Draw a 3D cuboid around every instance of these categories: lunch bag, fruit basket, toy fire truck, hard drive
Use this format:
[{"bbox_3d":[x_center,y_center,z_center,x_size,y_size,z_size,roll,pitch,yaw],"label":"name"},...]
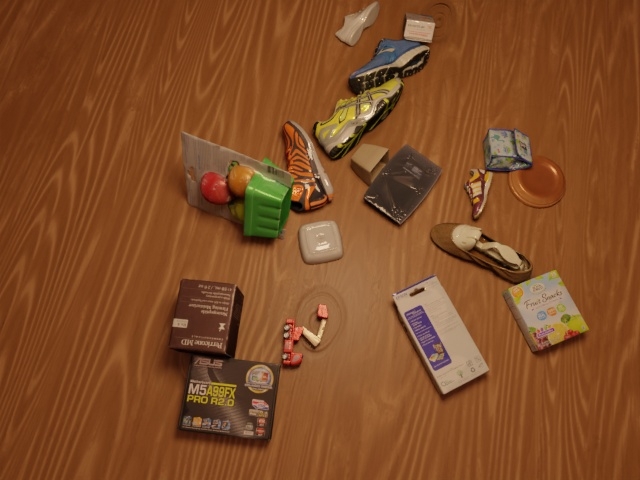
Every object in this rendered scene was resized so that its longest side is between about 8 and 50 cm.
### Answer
[{"bbox_3d":[0.647,-0.311,1.716,0.151,0.096,0.128,5,62,0],"label":"lunch bag"},{"bbox_3d":[-0.258,-0.165,1.551,0.353,0.327,0.165,25,53,10],"label":"fruit basket"},{"bbox_3d":[-0.047,0.291,1.538,0.135,0.047,0.192,3,73,-1],"label":"toy fire truck"},{"bbox_3d":[0.277,-0.187,1.694,0.172,0.054,0.254,37,75,8],"label":"hard drive"}]

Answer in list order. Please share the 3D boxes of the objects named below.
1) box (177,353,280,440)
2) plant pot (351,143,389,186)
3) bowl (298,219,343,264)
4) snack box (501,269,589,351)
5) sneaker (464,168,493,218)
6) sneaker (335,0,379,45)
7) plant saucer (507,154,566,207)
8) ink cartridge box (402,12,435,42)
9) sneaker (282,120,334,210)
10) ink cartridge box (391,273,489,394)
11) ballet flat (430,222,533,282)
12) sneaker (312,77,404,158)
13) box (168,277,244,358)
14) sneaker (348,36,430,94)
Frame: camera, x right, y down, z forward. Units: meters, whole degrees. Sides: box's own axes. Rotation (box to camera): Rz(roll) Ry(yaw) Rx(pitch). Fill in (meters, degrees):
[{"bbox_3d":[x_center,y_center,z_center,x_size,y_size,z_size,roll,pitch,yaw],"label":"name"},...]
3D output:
[{"bbox_3d":[-0.264,0.459,1.472,0.270,0.060,0.216,7,72,1],"label":"box"},{"bbox_3d":[0.164,-0.265,1.697,0.096,0.109,0.109,33,74,20],"label":"plant pot"},{"bbox_3d":[0.000,0.000,1.631,0.142,0.053,0.142,-10,72,-3],"label":"bowl"},{"bbox_3d":[0.699,0.220,1.565,0.175,0.070,0.207,-21,72,-7],"label":"snack box"},{"bbox_3d":[0.522,-0.158,1.691,0.084,0.069,0.185,16,66,13],"label":"sneaker"},{"bbox_3d":[0.139,-0.840,1.899,0.094,0.080,0.212,33,75,21],"label":"sneaker"},{"bbox_3d":[0.750,-0.209,1.723,0.200,0.037,0.199,0,71,-1],"label":"plant saucer"},{"bbox_3d":[0.362,-0.785,1.839,0.104,0.061,0.181,8,35,1],"label":"ink cartridge box"},{"bbox_3d":[-0.097,-0.244,1.670,0.180,0.124,0.321,-24,74,-10],"label":"sneaker"},{"bbox_3d":[0.360,0.285,1.541,0.165,0.065,0.332,-24,75,-8],"label":"ink cartridge box"},{"bbox_3d":[0.522,0.024,1.597,0.342,0.124,0.116,31,74,9],"label":"ballet flat"},{"bbox_3d":[0.137,-0.456,1.735,0.385,0.145,0.147,-42,78,-15],"label":"sneaker"},{"bbox_3d":[-0.332,0.235,1.487,0.169,0.167,0.203,6,72,1],"label":"box"},{"bbox_3d":[0.232,-0.642,1.821,0.330,0.129,0.147,-30,65,-17],"label":"sneaker"}]
